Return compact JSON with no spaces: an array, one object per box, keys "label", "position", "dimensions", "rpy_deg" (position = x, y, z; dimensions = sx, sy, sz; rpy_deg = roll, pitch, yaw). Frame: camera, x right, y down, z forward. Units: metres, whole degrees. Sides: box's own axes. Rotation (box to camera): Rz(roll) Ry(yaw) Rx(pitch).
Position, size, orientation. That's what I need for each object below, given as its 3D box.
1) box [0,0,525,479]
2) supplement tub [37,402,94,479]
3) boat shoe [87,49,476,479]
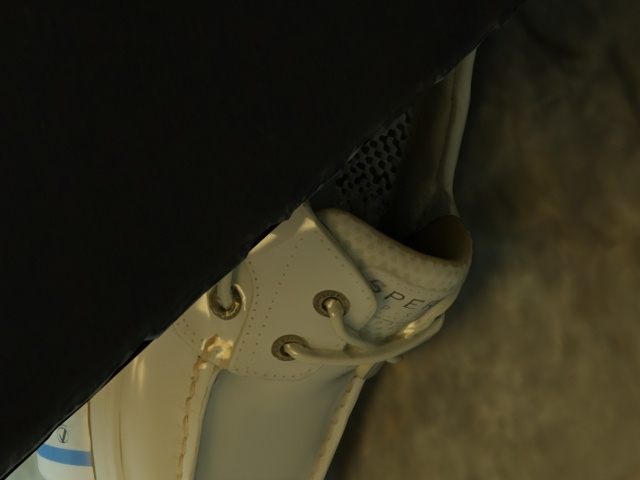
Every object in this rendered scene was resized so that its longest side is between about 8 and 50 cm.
[{"label":"box","position":[-0.260,-0.187,0.468],"dimensions":[0.480,0.297,0.471],"rpy_deg":[-9,117,42]},{"label":"supplement tub","position":[-0.070,0.033,0.686],"dimensions":[0.071,0.071,0.107],"rpy_deg":[2,97,39]},{"label":"boat shoe","position":[0.000,0.000,0.606],"dimensions":[0.096,0.098,0.277],"rpy_deg":[23,109,36]}]
